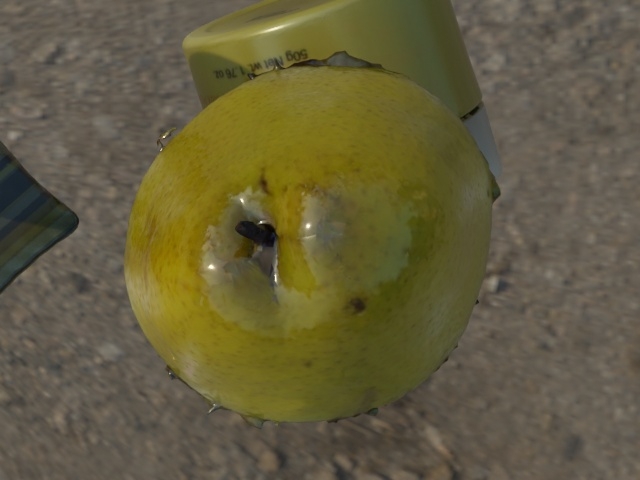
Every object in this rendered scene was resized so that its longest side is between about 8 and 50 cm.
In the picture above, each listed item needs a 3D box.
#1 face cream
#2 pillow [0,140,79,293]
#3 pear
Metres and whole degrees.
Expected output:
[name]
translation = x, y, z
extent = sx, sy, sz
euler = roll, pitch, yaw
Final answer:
[face cream]
translation = 0.017, -0.110, 1.521
extent = 0.218, 0.218, 0.179
euler = -22, 103, -17
[pillow]
translation = -0.309, -0.018, 1.304
extent = 0.208, 0.052, 0.212
euler = -44, 93, -15
[pear]
translation = -0.001, 0.002, 1.219
extent = 0.267, 0.178, 0.267
euler = 0, 90, -4
